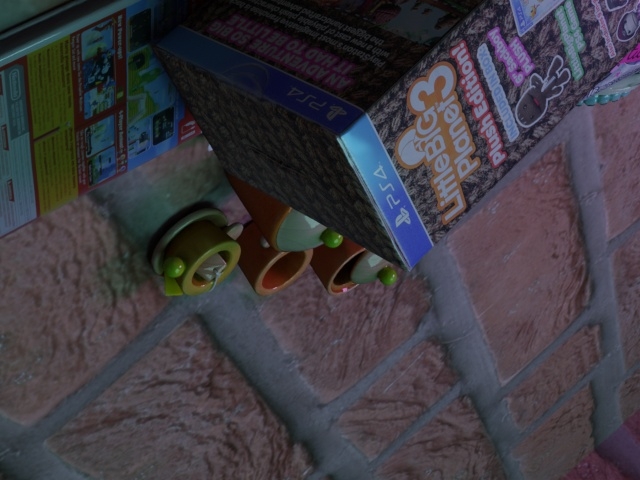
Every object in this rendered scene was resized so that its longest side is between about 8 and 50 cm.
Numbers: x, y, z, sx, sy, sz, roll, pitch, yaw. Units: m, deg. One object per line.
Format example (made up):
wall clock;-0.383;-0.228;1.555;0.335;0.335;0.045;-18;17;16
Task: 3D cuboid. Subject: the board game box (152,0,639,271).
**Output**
board game box;0.067;-0.156;1.181;0.291;0.232;0.141;-43;132;-15

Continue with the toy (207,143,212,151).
toy;-0.010;-0.172;1.329;0.137;0.056;0.237;-24;149;-39

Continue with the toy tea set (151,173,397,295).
toy tea set;0.000;0.000;1.531;0.200;0.124;0.336;-53;154;22

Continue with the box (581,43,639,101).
box;0.299;-0.268;1.509;0.247;0.163;0.142;-28;153;-31

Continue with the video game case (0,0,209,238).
video game case;-0.204;-0.095;1.198;0.285;0.025;0.204;-30;152;-26

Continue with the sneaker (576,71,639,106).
sneaker;0.369;-0.226;1.653;0.283;0.110;0.122;-17;146;10
